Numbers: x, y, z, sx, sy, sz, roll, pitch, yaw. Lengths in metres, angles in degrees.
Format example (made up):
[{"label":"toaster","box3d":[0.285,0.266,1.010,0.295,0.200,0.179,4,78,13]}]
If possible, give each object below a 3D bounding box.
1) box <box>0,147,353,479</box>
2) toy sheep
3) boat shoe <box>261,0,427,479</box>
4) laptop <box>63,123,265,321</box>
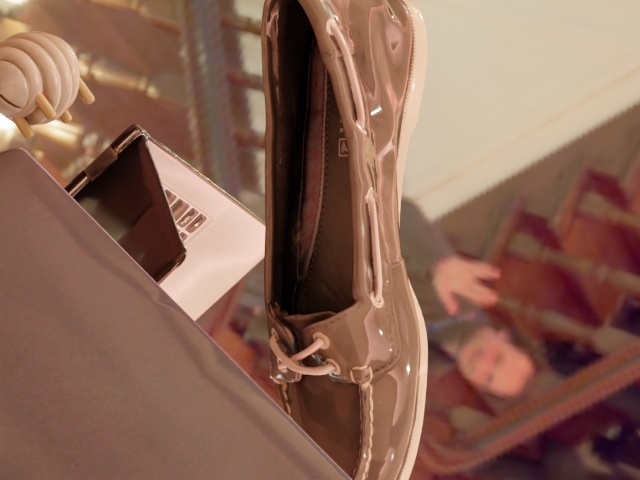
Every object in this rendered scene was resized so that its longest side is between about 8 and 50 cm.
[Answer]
[{"label":"box","box3d":[-0.123,0.176,0.660,0.183,0.296,0.294,-27,150,-39]},{"label":"toy sheep","box3d":[-0.255,-0.140,1.410,0.132,0.091,0.091,-35,136,-62]},{"label":"boat shoe","box3d":[0.000,0.000,0.986,0.095,0.112,0.335,6,84,-42]},{"label":"laptop","box3d":[-0.202,0.127,1.273,0.382,0.236,0.408,-42,148,6]}]
